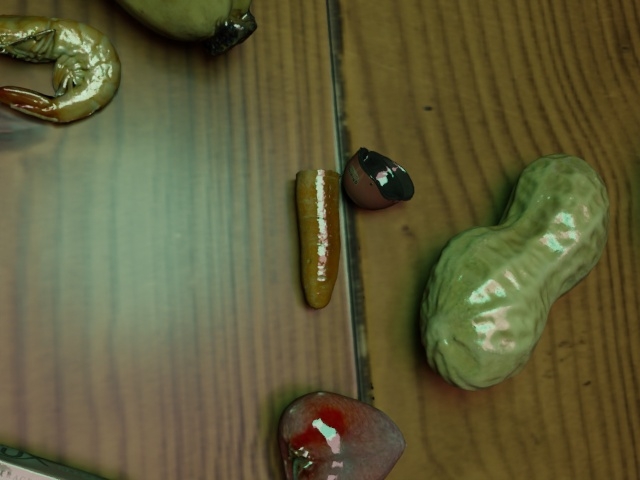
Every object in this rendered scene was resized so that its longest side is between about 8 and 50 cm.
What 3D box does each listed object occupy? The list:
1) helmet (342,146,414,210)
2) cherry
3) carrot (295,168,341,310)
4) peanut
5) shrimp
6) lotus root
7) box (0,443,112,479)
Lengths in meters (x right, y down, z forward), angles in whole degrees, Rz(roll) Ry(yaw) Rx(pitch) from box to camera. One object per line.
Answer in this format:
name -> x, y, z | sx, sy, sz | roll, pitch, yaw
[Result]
helmet -> 0.054, -0.057, 0.673 | 0.084, 0.049, 0.065 | 18, 42, -42
cherry -> 0.012, 0.199, 0.607 | 0.126, 0.087, 0.106 | 24, 68, -33
carrot -> 0.000, 0.000, 0.651 | 0.048, 0.048, 0.139 | -1, 86, -19
peanut -> 0.205, 0.021, 0.679 | 0.298, 0.120, 0.136 | -46, 103, -21
shrimp -> -0.265, -0.156, 0.588 | 0.162, 0.045, 0.095 | -2, 105, -24
lotus root -> -0.156, -0.285, 0.584 | 0.154, 0.140, 0.257 | -43, 108, -32
box -> -0.236, 0.240, 0.531 | 0.156, 0.060, 0.111 | 23, 75, -16
